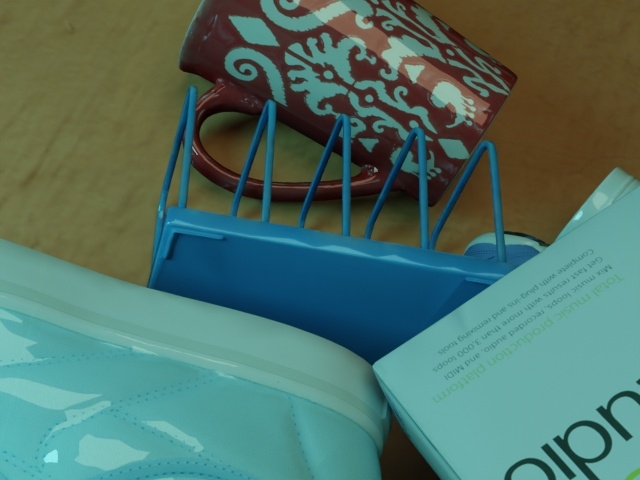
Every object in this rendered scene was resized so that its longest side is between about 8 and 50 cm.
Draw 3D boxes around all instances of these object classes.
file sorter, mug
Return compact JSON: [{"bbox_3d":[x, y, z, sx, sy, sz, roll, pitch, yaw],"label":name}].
[{"bbox_3d":[0.000,0.000,0.674,0.170,0.118,0.104,10,53,-11],"label":"file sorter"},{"bbox_3d":[0.010,-0.087,0.759,0.169,0.150,0.113,32,18,0],"label":"mug"}]

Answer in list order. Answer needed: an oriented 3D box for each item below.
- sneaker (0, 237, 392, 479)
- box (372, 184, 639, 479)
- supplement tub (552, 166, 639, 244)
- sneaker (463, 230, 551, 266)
[{"bbox_3d":[-0.142,0.093,0.559,0.366,0.135,0.150,10,51,-10],"label":"sneaker"},{"bbox_3d":[0.192,0.090,0.501,0.232,0.058,0.322,-34,41,-6],"label":"box"},{"bbox_3d":[0.192,0.016,0.749,0.107,0.071,0.071,39,55,10],"label":"supplement tub"},{"bbox_3d":[0.111,0.086,0.673,0.081,0.080,0.211,-4,58,-23],"label":"sneaker"}]
